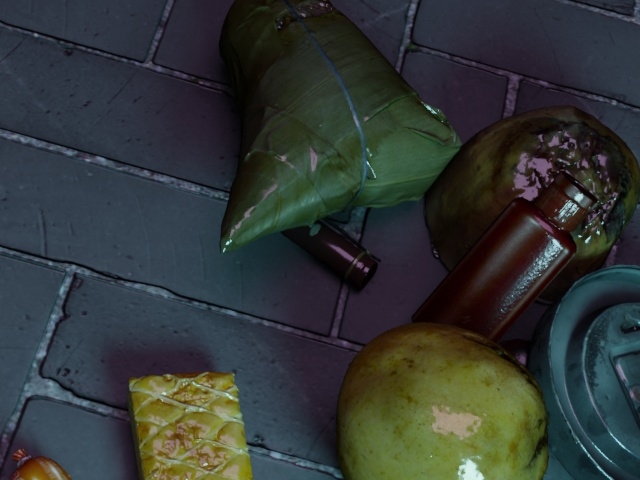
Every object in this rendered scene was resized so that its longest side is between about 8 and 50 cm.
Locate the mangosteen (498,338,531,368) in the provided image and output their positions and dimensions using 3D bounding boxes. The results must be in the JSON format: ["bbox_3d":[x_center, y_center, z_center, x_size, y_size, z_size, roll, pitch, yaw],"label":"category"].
[{"bbox_3d":[0.244,0.156,1.699,0.081,0.081,0.081,5,58,-8],"label":"mangosteen"}]

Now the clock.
[{"bbox_3d":[0.387,0.182,1.674,0.312,0.061,0.313,13,60,-23],"label":"clock"}]

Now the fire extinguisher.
[{"bbox_3d":[0.000,0.000,1.765,0.158,0.043,0.064,36,66,10],"label":"fire extinguisher"}]

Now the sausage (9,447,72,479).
[{"bbox_3d":[-0.268,0.320,1.496,0.071,0.071,0.234,-29,68,-26],"label":"sausage"}]

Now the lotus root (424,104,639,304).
[{"bbox_3d":[0.282,-0.060,1.789,0.272,0.192,0.272,7,63,-13],"label":"lotus root"}]

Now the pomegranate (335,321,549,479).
[{"bbox_3d":[0.133,0.222,1.533,0.260,0.260,0.260,5,58,-8],"label":"pomegranate"}]

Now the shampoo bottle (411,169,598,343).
[{"bbox_3d":[0.228,0.032,1.680,0.102,0.260,0.064,44,17,12],"label":"shampoo bottle"}]

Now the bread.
[{"bbox_3d":[-0.144,0.241,1.571,0.125,0.068,0.188,-5,60,-15],"label":"bread"}]

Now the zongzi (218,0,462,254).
[{"bbox_3d":[-0.070,-0.165,1.746,0.393,0.174,0.356,-22,62,-39],"label":"zongzi"}]
